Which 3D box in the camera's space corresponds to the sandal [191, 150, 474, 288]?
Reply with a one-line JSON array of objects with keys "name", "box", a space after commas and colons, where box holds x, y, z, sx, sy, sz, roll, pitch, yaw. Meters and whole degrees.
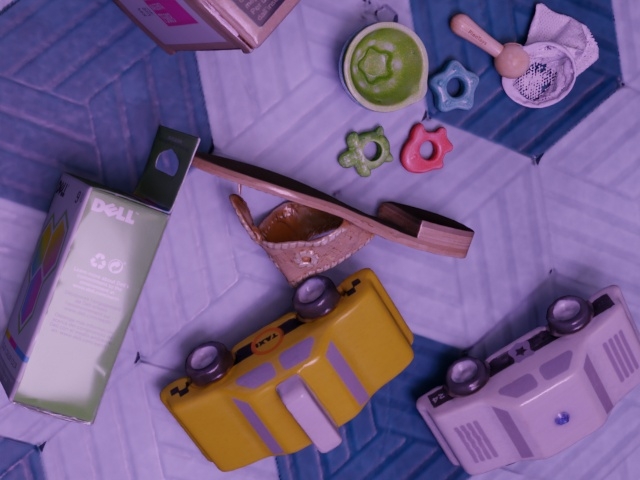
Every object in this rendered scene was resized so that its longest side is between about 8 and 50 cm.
[{"name": "sandal", "box": [0.002, 0.002, 1.035, 0.240, 0.088, 0.079, 13, 100, -27]}]

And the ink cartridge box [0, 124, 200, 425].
[{"name": "ink cartridge box", "box": [-0.160, 0.012, 0.966, 0.062, 0.109, 0.209, 20, 91, -21]}]

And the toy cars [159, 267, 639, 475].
[{"name": "toy cars", "box": [0.081, 0.117, 1.050, 0.394, 0.087, 0.176, 4, 118, -20]}]

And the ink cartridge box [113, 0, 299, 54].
[{"name": "ink cartridge box", "box": [-0.041, -0.220, 0.907, 0.088, 0.235, 0.193, 43, 82, -19]}]

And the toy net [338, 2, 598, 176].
[{"name": "toy net", "box": [0.123, -0.119, 1.078, 0.232, 0.045, 0.122, -10, 101, -17]}]
